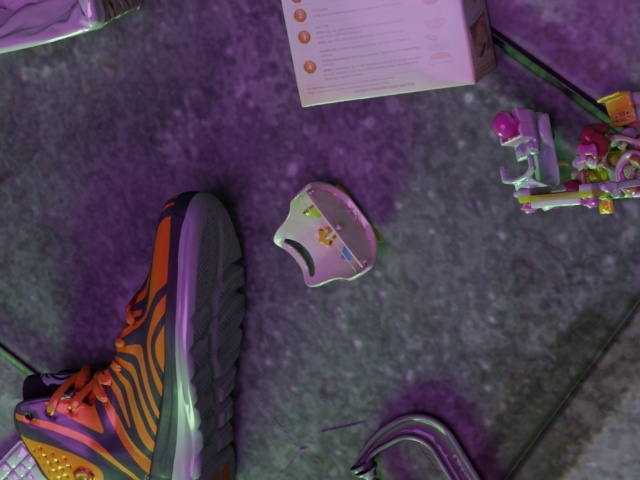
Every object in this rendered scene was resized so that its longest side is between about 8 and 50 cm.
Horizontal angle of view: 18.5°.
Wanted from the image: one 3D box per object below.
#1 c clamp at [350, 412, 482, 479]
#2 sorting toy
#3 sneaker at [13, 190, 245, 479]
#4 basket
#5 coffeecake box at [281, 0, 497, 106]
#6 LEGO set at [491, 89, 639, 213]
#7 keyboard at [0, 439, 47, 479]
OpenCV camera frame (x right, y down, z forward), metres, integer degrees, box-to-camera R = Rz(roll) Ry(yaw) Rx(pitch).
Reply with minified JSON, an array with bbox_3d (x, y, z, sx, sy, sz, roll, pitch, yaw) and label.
[{"bbox_3d":[0.078,0.225,1.629,0.137,0.022,0.161,-23,96,26],"label":"c clamp"},{"bbox_3d":[0.000,0.000,1.586,0.075,0.045,0.083,-37,90,34],"label":"sorting toy"},{"bbox_3d":[-0.166,0.105,1.635,0.180,0.124,0.321,11,109,18],"label":"sneaker"},{"bbox_3d":[-0.241,-0.215,1.581,0.167,0.103,0.113,-9,102,23],"label":"basket"},{"bbox_3d":[0.044,-0.205,1.489,0.142,0.068,0.185,-6,103,22],"label":"coffeecake box"},{"bbox_3d":[0.224,-0.088,1.376,0.287,0.107,0.132,-36,69,45],"label":"LEGO set"},{"bbox_3d":[-0.202,0.292,1.766,0.256,0.014,0.072,46,116,3],"label":"keyboard"}]
